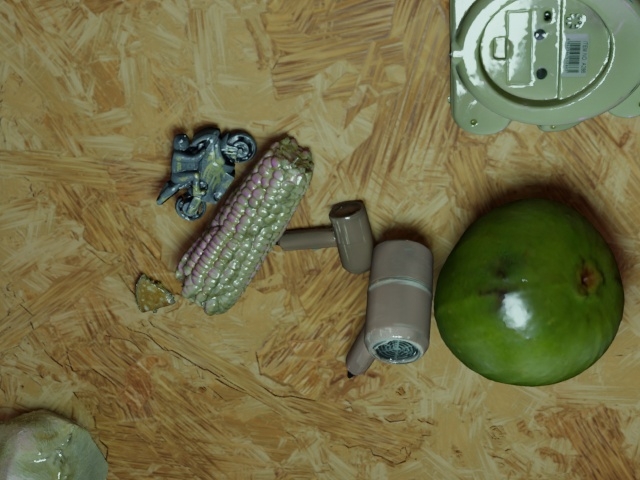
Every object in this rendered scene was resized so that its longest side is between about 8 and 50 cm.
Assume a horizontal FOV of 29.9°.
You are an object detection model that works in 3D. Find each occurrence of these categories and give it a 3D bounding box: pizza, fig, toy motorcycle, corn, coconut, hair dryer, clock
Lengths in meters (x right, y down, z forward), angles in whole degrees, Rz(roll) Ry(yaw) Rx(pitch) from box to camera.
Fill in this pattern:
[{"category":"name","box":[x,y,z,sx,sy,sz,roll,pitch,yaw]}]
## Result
[{"category":"pizza","box":[-0.292,0.098,2.132,0.078,0.025,0.083,14,125,6]},{"category":"fig","box":[0.311,0.093,1.906,0.316,0.316,0.316,4,118,7]},{"category":"toy motorcycle","box":[-0.202,-0.122,1.982,0.124,0.061,0.193,36,111,-17]},{"category":"corn","box":[-0.121,-0.020,1.999,0.126,0.127,0.335,35,113,-10]},{"category":"coconut","box":[-0.507,0.428,2.214,0.230,0.227,0.227,10,126,45]},{"category":"hair dryer","box":[0.099,0.165,2.016,0.106,0.189,0.344,12,145,-8]},{"category":"hair dryer","box":[0.000,0.000,2.024,0.181,0.064,0.117,-4,119,19]},{"category":"clock","box":[0.343,-0.298,1.786,0.309,0.114,0.284,0,116,6]}]
